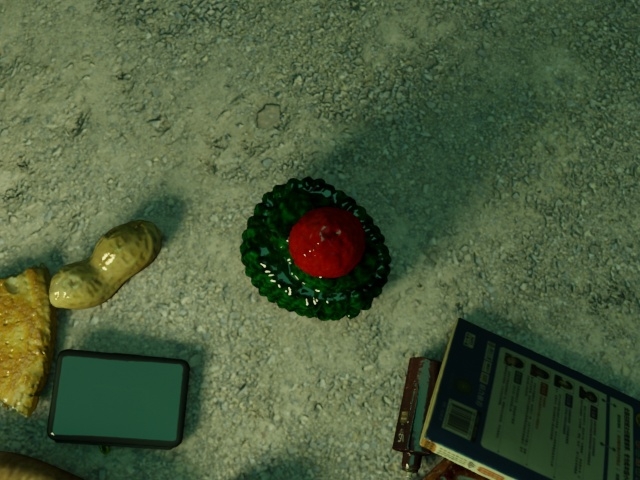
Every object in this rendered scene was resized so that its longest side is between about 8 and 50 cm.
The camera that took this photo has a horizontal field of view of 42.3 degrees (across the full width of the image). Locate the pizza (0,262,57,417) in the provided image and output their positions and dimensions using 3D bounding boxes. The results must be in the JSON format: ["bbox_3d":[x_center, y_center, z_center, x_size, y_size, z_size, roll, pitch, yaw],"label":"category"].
[{"bbox_3d":[-0.609,0.157,1.462,0.287,0.075,0.280,7,71,0],"label":"pizza"}]

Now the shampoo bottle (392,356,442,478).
[{"bbox_3d":[0.169,0.329,1.470,0.067,0.068,0.236,11,73,0],"label":"shampoo bottle"}]

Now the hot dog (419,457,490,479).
[{"bbox_3d":[0.272,0.493,1.374,0.387,0.174,0.267,-39,67,-13],"label":"hot dog"}]

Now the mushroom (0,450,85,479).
[{"bbox_3d":[-0.491,0.462,1.338,0.397,0.224,0.314,-16,63,-15],"label":"mushroom"}]

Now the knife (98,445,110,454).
[{"bbox_3d":[-0.409,0.291,1.463,0.022,0.026,0.184,-29,79,30],"label":"knife"}]

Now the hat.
[{"bbox_3d":[0.000,0.000,1.407,0.274,0.332,0.242,17,77,-2],"label":"hat"}]

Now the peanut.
[{"bbox_3d":[-0.384,0.046,1.485,0.229,0.098,0.103,-42,119,-15],"label":"peanut"}]

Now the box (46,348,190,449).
[{"bbox_3d":[-0.350,0.277,1.441,0.230,0.050,0.160,6,75,-11],"label":"box"}]

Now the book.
[{"bbox_3d":[0.398,0.324,1.421,0.427,0.039,0.300,25,41,3],"label":"book"}]
